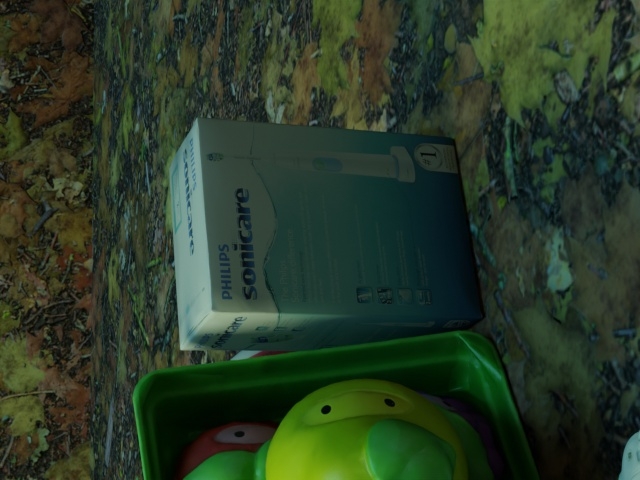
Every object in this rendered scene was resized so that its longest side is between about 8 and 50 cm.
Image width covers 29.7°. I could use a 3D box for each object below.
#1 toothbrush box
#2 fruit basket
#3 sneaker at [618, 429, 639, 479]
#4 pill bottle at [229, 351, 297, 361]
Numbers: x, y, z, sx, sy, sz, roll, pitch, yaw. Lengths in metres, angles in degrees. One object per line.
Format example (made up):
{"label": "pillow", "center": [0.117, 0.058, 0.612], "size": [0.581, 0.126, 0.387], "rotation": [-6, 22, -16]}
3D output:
{"label": "toothbrush box", "center": [0.000, 0.000, 1.274], "size": [0.126, 0.296, 0.216], "rotation": [133, 135, -58]}
{"label": "fruit basket", "center": [0.022, 0.204, 1.096], "size": [0.392, 0.392, 0.283], "rotation": [117, 148, -46]}
{"label": "sneaker", "center": [0.263, 0.136, 0.838], "size": [0.152, 0.114, 0.305], "rotation": [-147, 62, -64]}
{"label": "pill bottle", "center": [-0.012, 0.276, 1.433], "size": [0.318, 0.176, 0.176], "rotation": [-113, 33, -48]}
